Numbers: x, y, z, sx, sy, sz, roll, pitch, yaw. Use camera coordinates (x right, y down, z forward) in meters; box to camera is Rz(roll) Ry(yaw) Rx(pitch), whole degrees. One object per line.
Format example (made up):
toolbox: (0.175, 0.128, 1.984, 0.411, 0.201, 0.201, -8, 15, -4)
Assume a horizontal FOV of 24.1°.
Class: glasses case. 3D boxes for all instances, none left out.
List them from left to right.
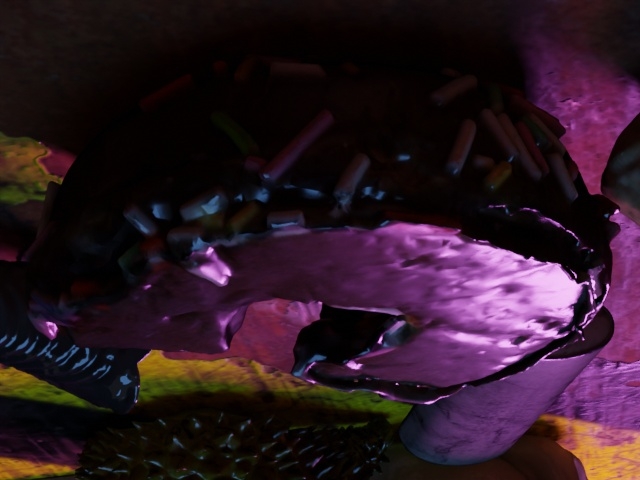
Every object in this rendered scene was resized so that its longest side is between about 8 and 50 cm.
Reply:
glasses case: (0.147, 0.121, 1.263, 0.114, 0.060, 0.299, -2, 156, -10)

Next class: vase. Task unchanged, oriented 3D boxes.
vase: (-0.234, 0.040, 0.986, 0.237, 0.115, 0.115, 15, 151, -24)

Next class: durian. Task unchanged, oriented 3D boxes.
durian: (-0.075, 0.230, 1.382, 0.306, 0.172, 0.166, -10, -179, -4)

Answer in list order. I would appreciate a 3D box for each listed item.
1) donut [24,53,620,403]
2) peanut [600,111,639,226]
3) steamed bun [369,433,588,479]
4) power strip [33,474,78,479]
donut: (0.015, -0.009, 0.867, 0.345, 0.136, 0.259, 8, 152, -26)
peanut: (0.290, -0.046, 0.848, 0.257, 0.123, 0.123, -1, 156, 2)
steamed bun: (0.139, 0.367, 1.512, 0.342, 0.255, 0.367, -13, 132, 5)
power strip: (-0.204, 0.260, 1.567, 0.253, 0.027, 0.060, -8, 155, 10)
